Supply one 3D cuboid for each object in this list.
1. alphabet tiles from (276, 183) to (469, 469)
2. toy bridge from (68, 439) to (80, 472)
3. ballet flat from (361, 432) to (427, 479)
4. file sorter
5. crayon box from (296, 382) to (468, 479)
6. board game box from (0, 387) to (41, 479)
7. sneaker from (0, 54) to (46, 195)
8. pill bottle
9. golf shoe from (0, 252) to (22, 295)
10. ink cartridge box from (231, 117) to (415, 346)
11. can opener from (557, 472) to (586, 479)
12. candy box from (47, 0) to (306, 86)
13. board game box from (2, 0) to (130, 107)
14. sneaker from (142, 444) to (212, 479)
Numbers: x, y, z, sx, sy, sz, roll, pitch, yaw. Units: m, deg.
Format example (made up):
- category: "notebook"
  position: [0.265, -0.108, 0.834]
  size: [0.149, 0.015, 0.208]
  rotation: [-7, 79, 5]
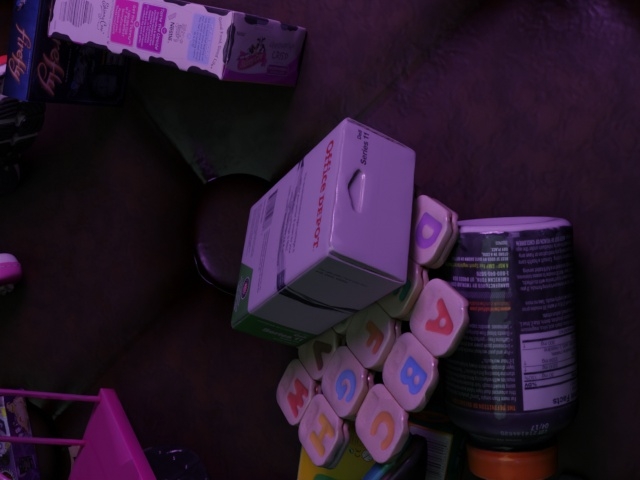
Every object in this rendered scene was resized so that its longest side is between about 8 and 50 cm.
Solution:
- category: "alphabet tiles"
  position: [0.038, 0.077, 0.813]
  size: [0.284, 0.021, 0.278]
  rotation: [-64, 30, 13]
- category: "toy bridge"
  position: [-0.316, 0.365, 1.115]
  size: [0.063, 0.026, 0.188]
  rotation: [-16, 88, 28]
- category: "ballet flat"
  position: [0.039, 0.296, 0.815]
  size: [0.096, 0.095, 0.280]
  rotation: [44, 123, 5]
- category: "file sorter"
  position: [-0.349, 0.346, 0.967]
  size: [0.202, 0.182, 0.291]
  rotation: [40, 112, 53]
- category: "crayon box"
  position: [0.058, 0.305, 0.896]
  size: [0.165, 0.081, 0.278]
  rotation: [12, 101, 25]
- category: "board game box"
  position: [-0.567, 0.338, 1.225]
  size: [0.346, 0.056, 0.208]
  rotation: [-10, 96, 26]
- category: "sneaker"
  position: [-0.433, -0.156, 1.035]
  size: [0.279, 0.107, 0.118]
  rotation: [-41, 67, 48]
- category: "pill bottle"
  position: [0.181, 0.103, 0.786]
  size: [0.130, 0.130, 0.246]
  rotation: [-1, 95, 26]
- category: "golf shoe"
  position: [-0.552, 0.033, 1.148]
  size: [0.306, 0.115, 0.140]
  rotation: [-10, 88, 25]
- category: "ink cartridge box"
  position: [0.000, 0.000, 0.807]
  size: [0.208, 0.087, 0.153]
  rotation: [-37, 38, 52]
- category: "can opener"
  position: [0.216, 0.375, 0.831]
  size: [0.093, 0.074, 0.280]
  rotation: [10, 100, 24]
- category: "candy box"
  position: [-0.156, -0.228, 0.897]
  size: [0.233, 0.159, 0.071]
  rotation: [17, 104, 24]
- category: "board game box"
  position: [-0.279, -0.282, 0.948]
  size: [0.042, 0.165, 0.243]
  rotation: [18, 104, 23]
- category: "sneaker"
  position: [-0.147, 0.335, 0.990]
  size: [0.267, 0.101, 0.106]
  rotation: [13, 121, 35]
